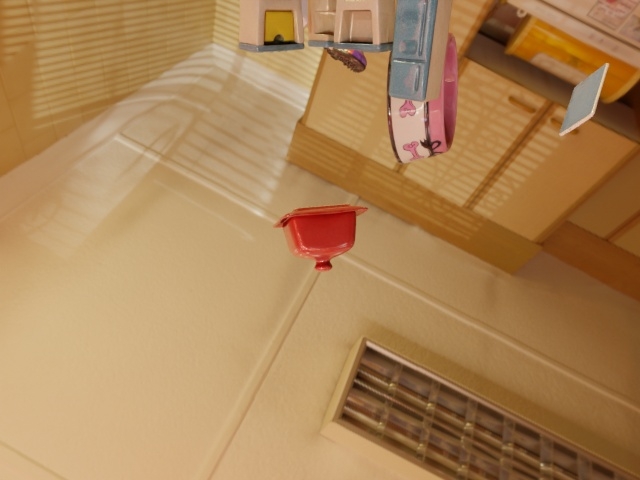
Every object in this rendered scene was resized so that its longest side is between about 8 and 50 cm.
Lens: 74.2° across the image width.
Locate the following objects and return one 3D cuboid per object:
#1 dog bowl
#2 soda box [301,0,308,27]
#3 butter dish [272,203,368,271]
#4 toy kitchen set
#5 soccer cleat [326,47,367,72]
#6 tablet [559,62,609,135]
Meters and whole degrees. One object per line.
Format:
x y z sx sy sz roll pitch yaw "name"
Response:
0.322 -0.438 1.286 0.151 0.407 0.407 4 -136 22 "dog bowl"
0.004 -0.679 1.192 0.216 0.074 0.069 -44 -71 -17 "soda box"
0.000 0.000 0.798 0.160 0.160 0.118 -6 -95 -14 "butter dish"
0.025 -0.242 0.532 0.207 0.122 0.166 24 -144 38 "toy kitchen set"
0.100 -0.689 1.503 0.109 0.116 0.318 35 -164 -35 "soccer cleat"
0.325 -0.173 0.522 0.006 0.054 0.083 28 -107 -4 "tablet"
